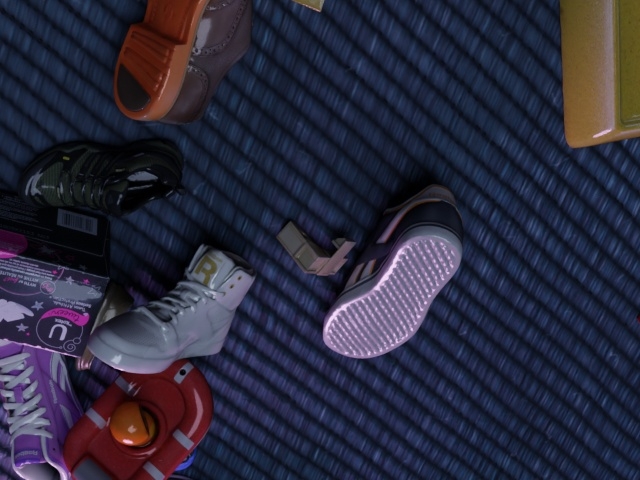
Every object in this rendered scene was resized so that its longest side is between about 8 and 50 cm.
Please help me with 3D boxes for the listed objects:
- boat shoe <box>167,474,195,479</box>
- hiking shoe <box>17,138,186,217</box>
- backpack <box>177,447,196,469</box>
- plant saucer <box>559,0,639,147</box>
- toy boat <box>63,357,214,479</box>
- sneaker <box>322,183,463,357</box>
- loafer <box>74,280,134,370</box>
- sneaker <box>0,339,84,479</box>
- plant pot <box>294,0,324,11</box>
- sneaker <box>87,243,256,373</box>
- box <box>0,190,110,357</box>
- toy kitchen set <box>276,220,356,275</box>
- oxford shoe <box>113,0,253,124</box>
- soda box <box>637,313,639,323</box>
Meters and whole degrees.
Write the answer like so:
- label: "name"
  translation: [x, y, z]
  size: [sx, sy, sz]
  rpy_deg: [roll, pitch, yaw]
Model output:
- label: "boat shoe"
  translation: [-0.186, 0.446, 2.182]
  size: [0.335, 0.095, 0.112]
  rpy_deg: [14, 115, -17]
- label: "hiking shoe"
  translation: [-0.293, -0.079, 1.865]
  size: [0.227, 0.114, 0.086]
  rpy_deg: [-11, 119, -4]
- label: "backpack"
  translation: [-0.225, 0.282, 2.066]
  size: [0.098, 0.120, 0.101]
  rpy_deg: [-6, 162, -3]
- label: "plant saucer"
  translation: [0.501, -0.286, 1.914]
  size: [0.332, 0.081, 0.333]
  rpy_deg: [-11, 120, -5]
- label: "toy boat"
  translation: [-0.254, 0.257, 1.941]
  size: [0.151, 0.151, 0.231]
  rpy_deg: [40, 80, 9]
- label: "sneaker"
  translation: [0.112, 0.047, 2.013]
  size: [0.126, 0.127, 0.321]
  rpy_deg: [25, 136, -15]
- label: "loafer"
  translation: [-0.312, 0.129, 2.009]
  size: [0.050, 0.056, 0.148]
  rpy_deg: [22, 113, -14]
- label: "sneaker"
  translation: [-0.412, 0.231, 1.982]
  size: [0.102, 0.161, 0.282]
  rpy_deg: [-17, 119, 13]
- label: "plant pot"
  translation: [-0.028, -0.351, 1.787]
  size: [0.083, 0.081, 0.081]
  rpy_deg: [15, 115, -9]
- label: "sneaker"
  translation: [-0.195, 0.080, 1.910]
  size: [0.108, 0.292, 0.169]
  rpy_deg: [34, 108, 18]
- label: "box"
  translation: [-0.420, 0.035, 1.878]
  size: [0.247, 0.163, 0.142]
  rpy_deg: [16, 118, -17]
- label: "toy kitchen set"
  translation: [0.000, 0.000, 2.009]
  size: [0.068, 0.075, 0.083]
  rpy_deg: [-48, 155, 19]
- label: "oxford shoe"
  translation: [-0.140, -0.317, 1.783]
  size: [0.133, 0.130, 0.364]
  rpy_deg: [8, 115, -50]
- label: "soda box"
  translation: [0.583, 0.044, 2.101]
  size: [0.083, 0.092, 0.263]
  rpy_deg: [16, 115, -17]
